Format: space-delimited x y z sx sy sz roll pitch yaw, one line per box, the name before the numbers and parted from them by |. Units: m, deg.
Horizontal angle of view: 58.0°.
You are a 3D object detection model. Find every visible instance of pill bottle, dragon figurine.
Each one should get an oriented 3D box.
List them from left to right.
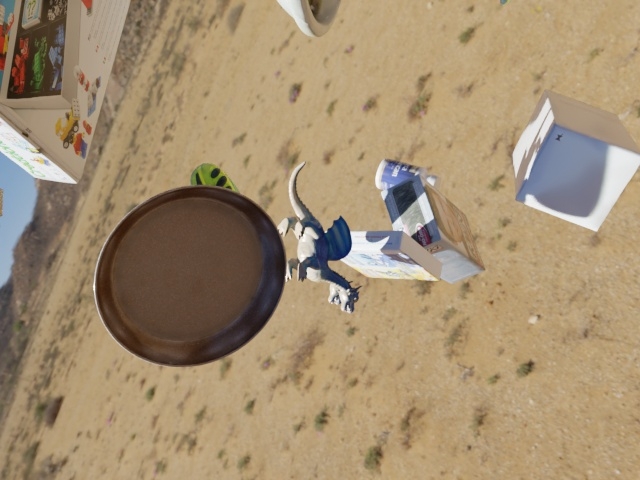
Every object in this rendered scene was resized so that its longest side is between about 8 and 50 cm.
dragon figurine | 0.000 0.000 1.094 0.085 0.144 0.288 -7 90 49
pill bottle | 0.253 -0.173 1.660 0.170 0.094 0.094 19 83 24

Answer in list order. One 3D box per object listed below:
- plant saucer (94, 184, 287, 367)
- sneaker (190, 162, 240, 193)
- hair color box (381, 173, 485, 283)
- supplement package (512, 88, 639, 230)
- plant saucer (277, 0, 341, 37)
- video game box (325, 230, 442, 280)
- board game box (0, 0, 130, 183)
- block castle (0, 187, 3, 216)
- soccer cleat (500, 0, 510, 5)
plant saucer | -0.206 0.057 0.944 0.050 0.311 0.310 31 96 59
sneaker | -0.196 -0.048 1.325 0.110 0.295 0.123 -21 18 2
hair color box | 0.309 -0.018 1.533 0.114 0.375 0.185 -26 65 24
supplement package | 0.527 -0.180 1.225 0.293 0.178 0.175 -58 -11 -59
plant saucer | -0.034 -0.455 0.688 0.400 0.101 0.399 6 -90 -80
video game box | 0.135 0.034 1.243 0.187 0.205 0.048 3 71 37
board game box | -0.230 -0.226 0.496 0.193 0.053 0.304 84 -166 -73
block castle | -0.820 -0.033 1.138 0.453 0.213 0.302 28 111 37
soccer cleat | 0.536 -0.751 1.614 0.060 0.073 0.178 -65 -4 -49
